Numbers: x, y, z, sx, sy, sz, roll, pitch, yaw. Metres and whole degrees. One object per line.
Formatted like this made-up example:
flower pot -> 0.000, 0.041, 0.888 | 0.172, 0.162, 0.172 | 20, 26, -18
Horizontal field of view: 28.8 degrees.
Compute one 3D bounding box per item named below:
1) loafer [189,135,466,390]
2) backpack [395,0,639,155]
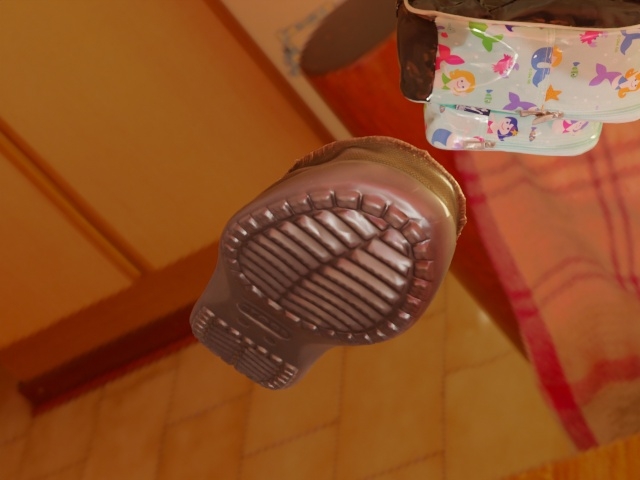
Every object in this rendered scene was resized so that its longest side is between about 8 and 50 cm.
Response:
loafer -> 0.000, 0.000, 0.896 | 0.130, 0.134, 0.366 | -57, 9, -26
backpack -> 0.201, -0.189, 1.146 | 0.254, 0.191, 0.225 | -1, 34, 8
